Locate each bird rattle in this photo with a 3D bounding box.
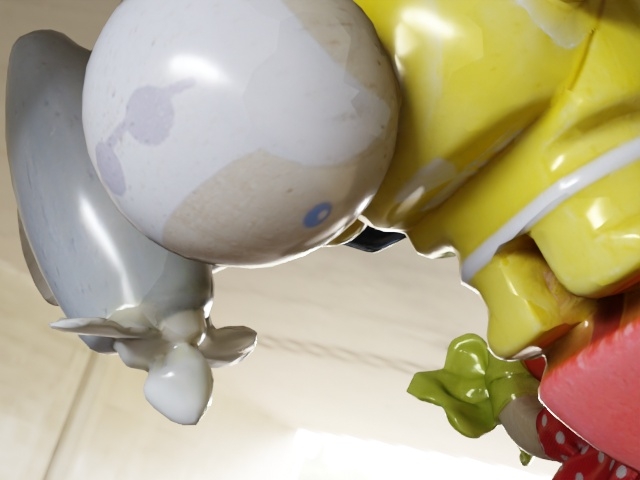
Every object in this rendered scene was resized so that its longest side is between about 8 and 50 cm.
[{"bbox_3d":[0.166,0.098,1.008,0.143,0.207,0.253,10,10,-13],"label":"bird rattle"}]

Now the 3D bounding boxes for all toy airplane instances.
[{"bbox_3d":[0.015,-0.099,0.446,0.384,0.272,0.386,15,-55,29],"label":"toy airplane"}]

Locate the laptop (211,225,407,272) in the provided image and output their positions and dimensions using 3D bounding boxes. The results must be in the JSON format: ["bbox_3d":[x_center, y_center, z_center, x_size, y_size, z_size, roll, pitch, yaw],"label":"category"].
[{"bbox_3d":[0.000,0.000,1.613,0.236,0.382,0.408,50,-49,15],"label":"laptop"}]
